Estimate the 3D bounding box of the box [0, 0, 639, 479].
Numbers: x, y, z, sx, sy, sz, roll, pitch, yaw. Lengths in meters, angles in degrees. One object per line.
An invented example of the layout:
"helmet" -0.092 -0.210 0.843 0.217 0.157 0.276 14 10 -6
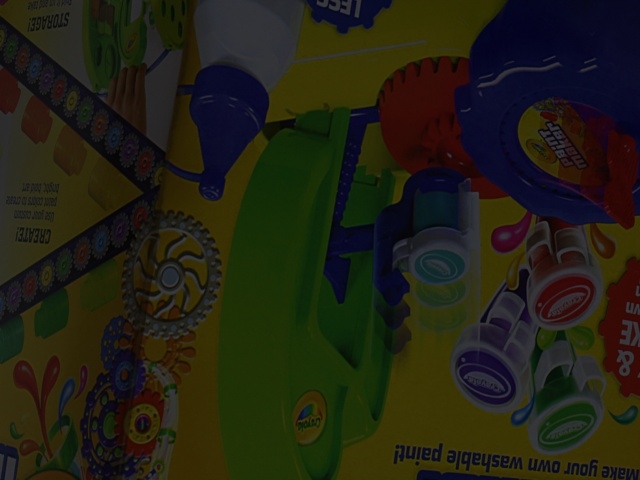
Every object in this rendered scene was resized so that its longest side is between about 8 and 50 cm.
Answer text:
"box" 0.012 -0.001 0.616 0.290 0.279 0.177 11 176 -38
